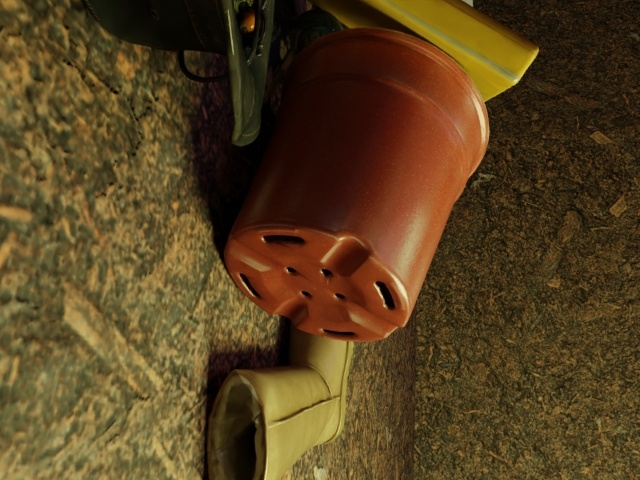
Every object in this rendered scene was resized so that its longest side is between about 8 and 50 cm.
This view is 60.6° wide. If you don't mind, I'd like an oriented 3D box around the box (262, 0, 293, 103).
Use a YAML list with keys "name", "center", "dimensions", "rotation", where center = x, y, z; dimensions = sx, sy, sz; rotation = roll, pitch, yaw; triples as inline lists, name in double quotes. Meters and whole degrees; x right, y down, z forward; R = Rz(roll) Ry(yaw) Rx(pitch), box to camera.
- name: "box"
  center: [-0.083, -0.284, 0.611]
  dimensions: [0.136, 0.036, 0.225]
  rotation: [-73, 155, -49]

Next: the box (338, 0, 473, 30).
- name: "box"
  center: [0.144, -0.437, 1.003]
  dimensions: [0.168, 0.214, 0.346]
  rotation: [-34, -134, 58]

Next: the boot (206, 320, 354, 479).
- name: "boot"
  center: [-0.035, 0.157, 0.652]
  dimensions: [0.269, 0.089, 0.236]
  rotation: [21, 62, -69]

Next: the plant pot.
- name: "plant pot"
  center: [0.035, -0.048, 0.626]
  dimensions: [0.272, 0.272, 0.265]
  rotation: [71, 33, -47]

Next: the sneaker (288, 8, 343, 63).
- name: "sneaker"
  center: [0.029, -0.218, 0.880]
  dimensions: [0.129, 0.110, 0.297]
  rotation: [-72, 157, -61]

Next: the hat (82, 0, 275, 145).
- name: "hat"
  center: [-0.100, -0.220, 0.368]
  dimensions: [0.331, 0.133, 0.332]
  rotation: [-175, -90, -88]

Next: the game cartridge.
- name: "game cartridge"
  center: [0.095, -0.284, 0.692]
  dimensions: [0.053, 0.323, 0.285]
  rotation: [-56, 179, 11]
